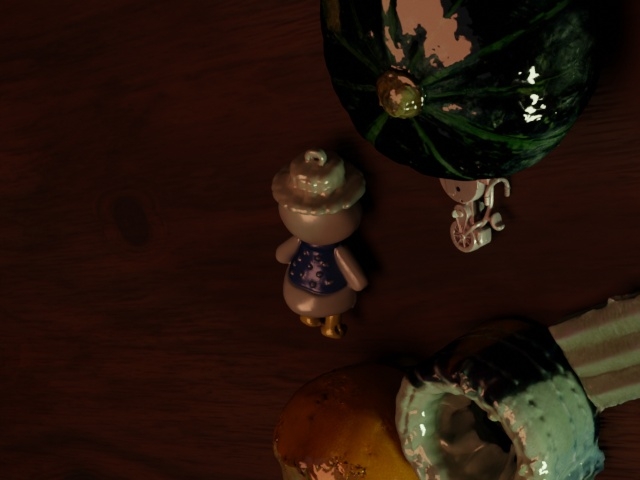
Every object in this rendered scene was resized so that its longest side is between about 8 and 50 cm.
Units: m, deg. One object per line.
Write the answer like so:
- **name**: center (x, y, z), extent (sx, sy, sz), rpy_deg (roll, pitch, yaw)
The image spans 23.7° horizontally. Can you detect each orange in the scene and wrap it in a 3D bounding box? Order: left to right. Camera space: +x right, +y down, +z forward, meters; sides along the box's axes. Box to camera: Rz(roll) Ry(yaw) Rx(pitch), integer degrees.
- **orange**: center (0.051, 0.275, 1.972), extent (0.240, 0.240, 0.240), rpy_deg (29, 134, 35)

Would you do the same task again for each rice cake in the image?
- **rice cake**: center (0.353, 0.112, 1.671), extent (0.237, 0.043, 0.127), rpy_deg (-28, 91, 53)

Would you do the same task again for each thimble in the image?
- **thimble**: center (0.215, 0.220, 1.815), extent (0.237, 0.150, 0.237), rpy_deg (25, 129, 36)

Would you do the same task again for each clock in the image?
- **clock**: center (0.177, -0.046, 1.769), extent (0.087, 0.041, 0.129), rpy_deg (18, 123, 46)

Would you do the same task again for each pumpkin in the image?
- **pumpkin**: center (0.132, -0.204, 1.542), extent (0.315, 0.238, 0.315), rpy_deg (21, 131, 25)

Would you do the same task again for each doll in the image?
- **doll**: center (0.000, 0.000, 1.956), extent (0.138, 0.119, 0.293), rpy_deg (22, 136, 29)
